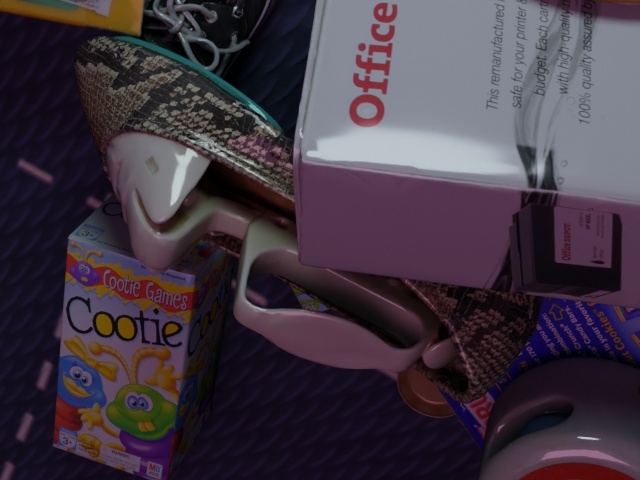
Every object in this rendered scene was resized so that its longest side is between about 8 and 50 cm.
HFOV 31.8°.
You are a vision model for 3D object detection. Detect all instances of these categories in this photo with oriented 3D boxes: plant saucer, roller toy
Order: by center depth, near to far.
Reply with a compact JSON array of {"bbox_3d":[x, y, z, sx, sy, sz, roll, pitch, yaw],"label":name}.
[{"bbox_3d":[0.238,0.219,1.013,0.191,0.146,0.209,10,122,10],"label":"roller toy"},{"bbox_3d":[0.126,0.155,1.229,0.083,0.015,0.083,7,118,13],"label":"plant saucer"}]

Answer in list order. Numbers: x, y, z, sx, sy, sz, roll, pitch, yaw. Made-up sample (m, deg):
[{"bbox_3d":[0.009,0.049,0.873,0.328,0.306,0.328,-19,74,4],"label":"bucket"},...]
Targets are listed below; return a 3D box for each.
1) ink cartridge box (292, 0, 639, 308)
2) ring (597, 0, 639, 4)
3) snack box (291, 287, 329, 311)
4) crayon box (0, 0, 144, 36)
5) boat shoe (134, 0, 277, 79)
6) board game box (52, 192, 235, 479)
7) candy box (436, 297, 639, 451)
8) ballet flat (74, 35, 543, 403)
[{"bbox_3d":[0.190,-0.113,0.858,0.394,0.286,0.166,7,151,3],"label":"ink cartridge box"},{"bbox_3d":[0.224,-0.320,0.831,0.336,0.337,0.032,17,164,9],"label":"ring"},{"bbox_3d":[0.000,0.000,1.177,0.100,0.037,0.141,-20,109,26],"label":"snack box"},{"bbox_3d":[-0.290,-0.319,1.057,0.322,0.083,0.203,13,106,13],"label":"crayon box"},{"bbox_3d":[-0.126,-0.205,1.074,0.113,0.105,0.306,36,121,-2],"label":"boat shoe"},{"bbox_3d":[-0.191,0.101,1.228,0.144,0.142,0.275,16,120,9],"label":"board game box"},{"bbox_3d":[0.257,0.067,1.082,0.317,0.122,0.268,-28,106,26],"label":"candy box"},{"bbox_3d":[-0.043,-0.011,0.967,0.482,0.182,0.164,29,147,6],"label":"ballet flat"}]
